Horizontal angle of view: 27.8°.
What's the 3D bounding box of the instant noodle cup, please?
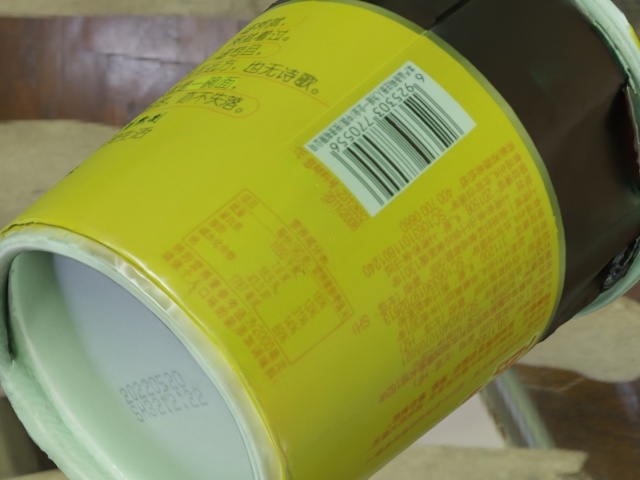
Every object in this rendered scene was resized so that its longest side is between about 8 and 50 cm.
[{"bbox_3d":[0.000,0.000,0.520,0.215,0.236,0.215,25,135,28],"label":"instant noodle cup"}]
